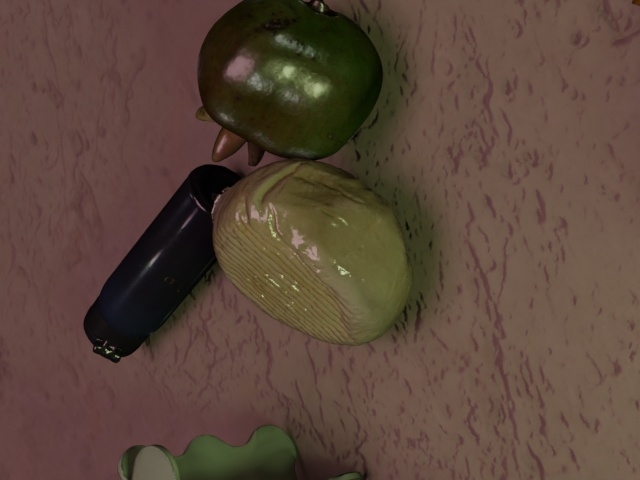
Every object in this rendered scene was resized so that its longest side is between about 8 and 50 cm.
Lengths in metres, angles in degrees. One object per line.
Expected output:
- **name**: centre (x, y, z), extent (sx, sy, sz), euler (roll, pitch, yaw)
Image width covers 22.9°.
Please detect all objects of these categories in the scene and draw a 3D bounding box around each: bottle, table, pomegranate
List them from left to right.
- **bottle**: centre (-0.152, 0.024, 1.529), extent (0.244, 0.072, 0.082), euler (-48, 24, 36)
- **table**: centre (-0.074, 0.244, 1.371), extent (0.166, 0.198, 0.166), euler (4, 95, 46)
- **pomegranate**: centre (-0.036, -0.130, 1.351), extent (0.131, 0.152, 0.191), euler (-69, 11, -23)

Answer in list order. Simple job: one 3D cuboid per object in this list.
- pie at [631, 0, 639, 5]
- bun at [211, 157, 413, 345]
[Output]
- **pie**: centre (0.290, -0.161, 1.080), extent (0.170, 0.034, 0.092), euler (-4, 88, 41)
- **bun**: centre (0.000, 0.000, 1.323), extent (0.167, 0.113, 0.173), euler (10, 143, 38)
